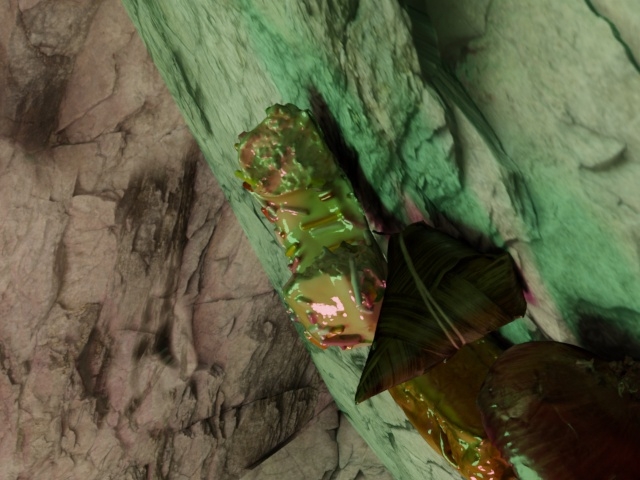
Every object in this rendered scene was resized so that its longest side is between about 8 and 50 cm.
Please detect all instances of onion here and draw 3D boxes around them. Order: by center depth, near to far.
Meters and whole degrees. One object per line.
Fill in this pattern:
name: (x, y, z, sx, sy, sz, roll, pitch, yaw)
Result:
onion: (0.273, 0.182, 0.965, 0.230, 0.163, 0.230, 36, -160, -15)

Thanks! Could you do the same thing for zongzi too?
zongzi: (0.091, 0.077, 1.180, 0.111, 0.241, 0.247, 64, 167, -26)

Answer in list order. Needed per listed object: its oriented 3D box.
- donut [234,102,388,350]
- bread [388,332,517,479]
donut: (0.000, -0.004, 1.415, 0.371, 0.150, 0.307, 68, -172, 29)
bread: (0.200, 0.213, 1.324, 0.294, 0.166, 0.132, 39, 161, 57)
